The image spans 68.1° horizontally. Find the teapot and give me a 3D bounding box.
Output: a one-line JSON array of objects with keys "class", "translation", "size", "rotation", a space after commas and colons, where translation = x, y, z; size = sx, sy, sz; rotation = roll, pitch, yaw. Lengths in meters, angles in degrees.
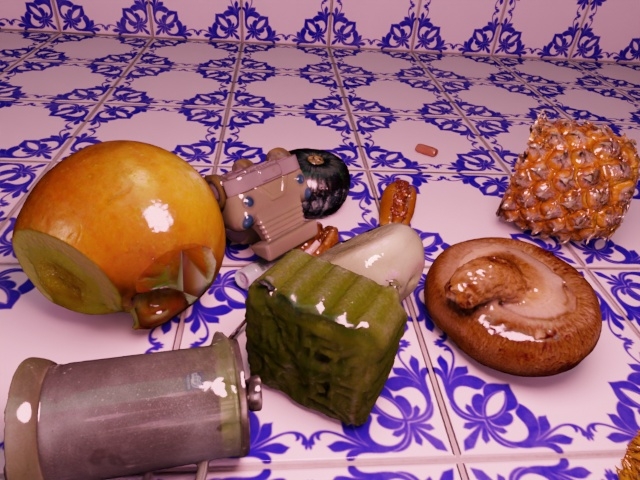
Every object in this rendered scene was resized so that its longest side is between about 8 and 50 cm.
[{"class": "teapot", "translation": [-0.252, 0.281, 0.704], "size": [0.336, 0.200, 0.271], "rotation": [-5, 63, -16]}]

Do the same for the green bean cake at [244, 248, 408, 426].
[{"class": "green bean cake", "translation": [0.003, 0.169, 0.818], "size": [0.249, 0.247, 0.156], "rotation": [23, 39, 20]}]

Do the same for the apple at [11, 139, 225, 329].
[{"class": "apple", "translation": [-0.371, 0.006, 0.928], "size": [0.384, 0.374, 0.374], "rotation": [-49, 49, 5]}]

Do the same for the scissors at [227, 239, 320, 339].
[{"class": "scissors", "translation": [-0.112, 0.121, 0.991], "size": [0.024, 0.160, 0.317], "rotation": [43, 62, -1]}]

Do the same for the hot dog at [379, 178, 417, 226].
[{"class": "hot dog", "translation": [0.222, -0.109, 1.361], "size": [0.102, 0.076, 0.249], "rotation": [10, 38, 12]}]

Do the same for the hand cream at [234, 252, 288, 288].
[{"class": "hand cream", "translation": [-0.126, 0.061, 1.124], "size": [0.076, 0.047, 0.174], "rotation": [25, 31, 26]}]

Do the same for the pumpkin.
[{"class": "pumpkin", "translation": [-0.027, -0.166, 1.336], "size": [0.232, 0.163, 0.233], "rotation": [5, 38, -4]}]

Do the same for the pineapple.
[{"class": "pineapple", "translation": [0.656, -0.155, 1.257], "size": [0.300, 0.353, 0.352], "rotation": [19, 39, 24]}]

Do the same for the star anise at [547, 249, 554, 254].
[{"class": "star anise", "translation": [0.522, 0.084, 1.154], "size": [0.212, 0.054, 0.157], "rotation": [-4, 37, -15]}]

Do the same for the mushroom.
[{"class": "mushroom", "translation": [0.383, 0.122, 0.976], "size": [0.344, 0.239, 0.345], "rotation": [11, 52, -14]}]

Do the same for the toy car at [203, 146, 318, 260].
[{"class": "toy car", "translation": [-0.191, -0.078, 1.167], "size": [0.242, 0.227, 0.336], "rotation": [-31, 16, -38]}]

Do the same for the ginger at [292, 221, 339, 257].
[{"class": "ginger", "translation": [0.000, 0.000, 1.186], "size": [0.103, 0.073, 0.162], "rotation": [20, 37, 9]}]

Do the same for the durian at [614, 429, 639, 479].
[{"class": "durian", "translation": [0.561, 0.384, 0.699], "size": [0.183, 0.138, 0.250], "rotation": [1, 42, -19]}]

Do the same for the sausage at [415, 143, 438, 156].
[{"class": "sausage", "translation": [0.382, -0.325, 1.704], "size": [0.083, 0.034, 0.034], "rotation": [24, 41, 26]}]

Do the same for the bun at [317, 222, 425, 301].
[{"class": "bun", "translation": [0.099, 0.084, 0.991], "size": [0.283, 0.179, 0.283], "rotation": [-27, 7, 3]}]
